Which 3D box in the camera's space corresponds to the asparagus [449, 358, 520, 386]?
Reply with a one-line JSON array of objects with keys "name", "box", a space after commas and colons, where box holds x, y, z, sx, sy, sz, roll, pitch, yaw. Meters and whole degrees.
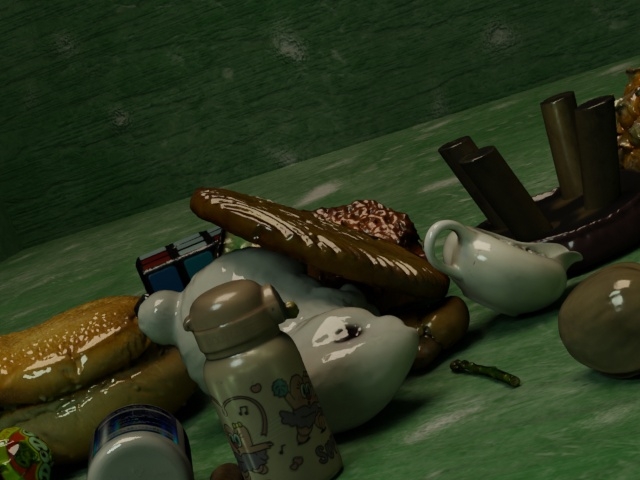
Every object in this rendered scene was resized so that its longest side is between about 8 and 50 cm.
[{"name": "asparagus", "box": [0.168, 0.134, 1.793, 0.016, 0.016, 0.163, -43, 16, -13]}]

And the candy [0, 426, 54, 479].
[{"name": "candy", "box": [-0.434, 0.307, 2.034, 0.305, 0.091, 0.083, -29, -28, 27]}]

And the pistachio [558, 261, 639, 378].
[{"name": "pistachio", "box": [0.287, 0.077, 1.626, 0.113, 0.113, 0.149, -27, -4, -33]}]

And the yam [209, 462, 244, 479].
[{"name": "yam", "box": [-0.091, 0.262, 1.560, 0.045, 0.045, 0.327, -1, 10, 0]}]

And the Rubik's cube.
[{"name": "Rubik's cube", "box": [-0.152, 0.077, 2.378, 0.162, 0.161, 0.163, -23, 9, -5]}]

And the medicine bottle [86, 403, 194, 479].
[{"name": "medicine bottle", "box": [-0.184, 0.228, 1.762, 0.107, 0.107, 0.191, -22, 9, -3]}]

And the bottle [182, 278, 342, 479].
[{"name": "bottle", "box": [-0.052, 0.138, 1.664, 0.110, 0.209, 0.097, -21, 10, 1]}]

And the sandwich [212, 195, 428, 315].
[{"name": "sandwich", "box": [0.006, 0.057, 2.214, 0.301, 0.162, 0.250, -6, 41, -1]}]

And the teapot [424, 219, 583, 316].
[{"name": "teapot", "box": [0.201, 0.031, 1.962, 0.226, 0.092, 0.145, 16, 5, -39]}]

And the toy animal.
[{"name": "toy animal", "box": [-0.040, 0.120, 1.886, 0.257, 0.194, 0.357, -14, 15, -16]}]

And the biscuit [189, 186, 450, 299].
[{"name": "biscuit", "box": [0.000, 0.000, 1.989, 0.318, 0.040, 0.318, 18, 5, -2]}]

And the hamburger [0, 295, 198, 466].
[{"name": "hamburger", "box": [-0.292, 0.168, 2.151, 0.314, 0.170, 0.290, -22, 12, -8]}]

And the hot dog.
[{"name": "hot dog", "box": [0.127, 0.103, 1.951, 0.089, 0.060, 0.140, -21, 0, 10]}]

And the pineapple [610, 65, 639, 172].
[{"name": "pineapple", "box": [0.454, -0.180, 2.348, 0.286, 0.209, 0.344, -18, 11, 20]}]

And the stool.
[{"name": "stool", "box": [0.283, -0.066, 2.171, 0.272, 0.178, 0.272, -22, 10, 4]}]
